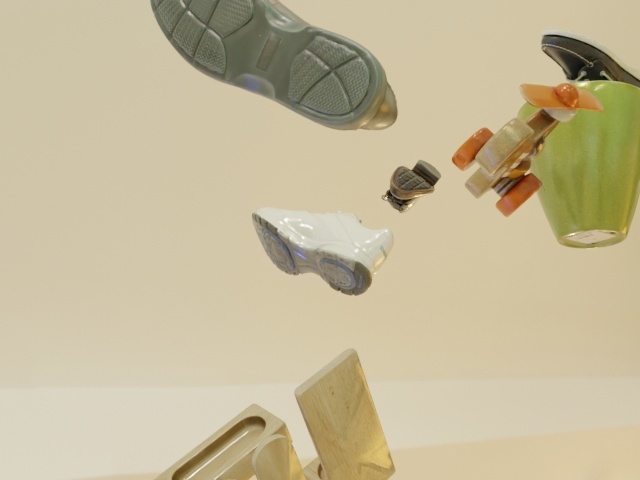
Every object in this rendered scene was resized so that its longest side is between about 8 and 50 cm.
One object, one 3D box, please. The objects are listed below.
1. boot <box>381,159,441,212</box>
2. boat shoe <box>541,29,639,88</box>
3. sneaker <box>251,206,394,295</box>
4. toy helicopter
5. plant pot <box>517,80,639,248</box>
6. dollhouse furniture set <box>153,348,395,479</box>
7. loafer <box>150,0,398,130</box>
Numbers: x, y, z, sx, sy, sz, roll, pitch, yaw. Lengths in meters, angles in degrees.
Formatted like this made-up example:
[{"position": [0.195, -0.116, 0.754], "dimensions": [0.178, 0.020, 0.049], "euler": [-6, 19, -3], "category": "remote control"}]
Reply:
[{"position": [0.167, -0.087, 1.408], "dimensions": [0.106, 0.082, 0.219], "euler": [-55, -13, 26], "category": "boot"}, {"position": [0.584, -0.354, 1.534], "dimensions": [0.302, 0.114, 0.091], "euler": [20, -85, -19], "category": "boat shoe"}, {"position": [0.000, 0.000, 1.267], "dimensions": [0.129, 0.297, 0.111], "euler": [-41, -43, -31], "category": "sneaker"}, {"position": [0.307, -0.152, 1.083], "dimensions": [0.235, 0.140, 0.355], "euler": [-45, -9, 20], "category": "toy helicopter"}, {"position": [0.563, -0.141, 1.528], "dimensions": [0.274, 0.274, 0.294], "euler": [16, -111, -38], "category": "plant pot"}, {"position": [-0.056, 0.152, 0.569], "dimensions": [0.144, 0.151, 0.123], "euler": [-33, -60, -29], "category": "dollhouse furniture set"}, {"position": [-0.045, -0.168, 0.648], "dimensions": [0.096, 0.267, 0.084], "euler": [-57, -25, 8], "category": "loafer"}]
